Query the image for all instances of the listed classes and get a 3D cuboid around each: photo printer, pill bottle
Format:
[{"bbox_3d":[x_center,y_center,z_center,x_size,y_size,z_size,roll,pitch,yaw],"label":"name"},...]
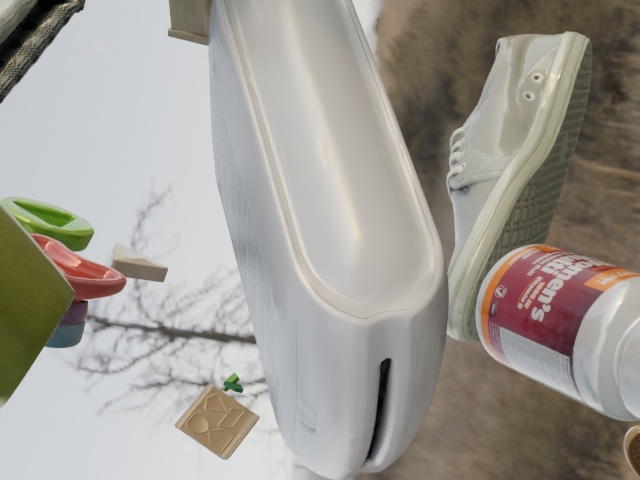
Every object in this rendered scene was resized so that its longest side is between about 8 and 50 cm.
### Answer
[{"bbox_3d":[0.000,0.000,0.763,0.256,0.107,0.307,95,162,-56],"label":"photo printer"},{"bbox_3d":[0.239,0.081,0.929,0.221,0.121,0.121,23,106,61],"label":"pill bottle"}]

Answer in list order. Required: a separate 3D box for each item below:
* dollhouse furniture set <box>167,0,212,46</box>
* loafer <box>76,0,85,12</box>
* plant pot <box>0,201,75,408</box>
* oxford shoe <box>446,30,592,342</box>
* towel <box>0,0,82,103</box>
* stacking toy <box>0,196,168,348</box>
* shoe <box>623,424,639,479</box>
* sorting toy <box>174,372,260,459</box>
[{"bbox_3d":[-0.049,-0.187,0.705,0.101,0.161,0.182,-52,-29,-45],"label":"dollhouse furniture set"},{"bbox_3d":[-0.362,-0.222,1.076,0.096,0.267,0.084,-123,31,-49],"label":"loafer"},{"bbox_3d":[-0.397,0.029,1.052,0.275,0.293,0.275,-53,13,17],"label":"plant pot"},{"bbox_3d":[0.203,-0.073,1.260,0.169,0.130,0.449,75,-147,-50],"label":"oxford shoe"},{"bbox_3d":[-0.323,-0.033,0.657,0.056,0.312,0.324,51,-128,-32],"label":"towel"},{"bbox_3d":[-0.378,0.046,1.406,0.279,0.309,0.130,2,-68,-62],"label":"stacking toy"},{"bbox_3d":[0.460,0.295,1.400,0.076,0.219,0.058,-53,20,6],"label":"shoe"},{"bbox_3d":[-0.089,0.162,1.032,0.083,0.062,0.012,-50,-17,-37],"label":"sorting toy"}]
